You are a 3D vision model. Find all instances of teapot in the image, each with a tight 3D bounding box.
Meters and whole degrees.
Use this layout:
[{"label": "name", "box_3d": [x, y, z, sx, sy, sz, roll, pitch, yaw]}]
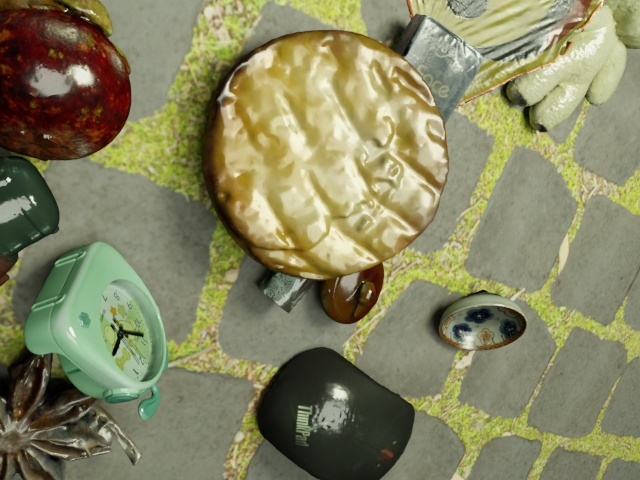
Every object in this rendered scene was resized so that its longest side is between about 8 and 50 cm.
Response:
[{"label": "teapot", "box_3d": [0.052, 0.060, 0.811, 0.098, 0.078, 0.129, 15, 99, -33]}]

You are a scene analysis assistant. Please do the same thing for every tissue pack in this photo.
[{"label": "tissue pack", "box_3d": [0.132, -0.206, 0.771, 0.112, 0.051, 0.156, 23, 104, -30]}]

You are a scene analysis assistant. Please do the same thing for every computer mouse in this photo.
[{"label": "computer mouse", "box_3d": [0.038, 0.281, 0.869, 0.269, 0.100, 0.170, 39, 88, -33]}]

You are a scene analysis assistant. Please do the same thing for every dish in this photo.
[{"label": "dish", "box_3d": [0.265, 0.116, 0.961, 0.141, 0.078, 0.141, 1, 140, 1]}]

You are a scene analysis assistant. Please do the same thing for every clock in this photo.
[{"label": "clock", "box_3d": [-0.229, 0.107, 0.633, 0.060, 0.148, 0.189, -20, 123, 11]}]

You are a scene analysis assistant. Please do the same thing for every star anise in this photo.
[{"label": "star anise", "box_3d": [-0.329, 0.210, 0.645, 0.262, 0.081, 0.230, 17, 100, -35]}]

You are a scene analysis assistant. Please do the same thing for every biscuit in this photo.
[{"label": "biscuit", "box_3d": [0.005, -0.100, 0.693, 0.296, 0.102, 0.297, -1, 98, -10]}]

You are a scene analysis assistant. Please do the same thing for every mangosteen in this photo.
[{"label": "mangosteen", "box_3d": [-0.257, -0.162, 0.531, 0.145, 0.156, 0.182, -19, 76, -6]}]

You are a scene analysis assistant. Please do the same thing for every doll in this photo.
[{"label": "doll", "box_3d": [0.403, -0.304, 0.879, 0.278, 0.149, 0.175, -45, 157, 11]}]

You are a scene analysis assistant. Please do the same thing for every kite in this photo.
[{"label": "kite", "box_3d": [0.229, -0.352, 0.758, 0.327, 0.013, 0.378, 20, 114, -18]}]

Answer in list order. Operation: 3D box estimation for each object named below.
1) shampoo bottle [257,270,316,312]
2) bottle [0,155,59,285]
[{"label": "shampoo bottle", "box_3d": [0.001, 0.000, 0.776, 0.063, 0.057, 0.208, 41, 82, -4]}, {"label": "bottle", "box_3d": [-0.378, 0.006, 0.513, 0.271, 0.143, 0.156, -30, 145, -15]}]
